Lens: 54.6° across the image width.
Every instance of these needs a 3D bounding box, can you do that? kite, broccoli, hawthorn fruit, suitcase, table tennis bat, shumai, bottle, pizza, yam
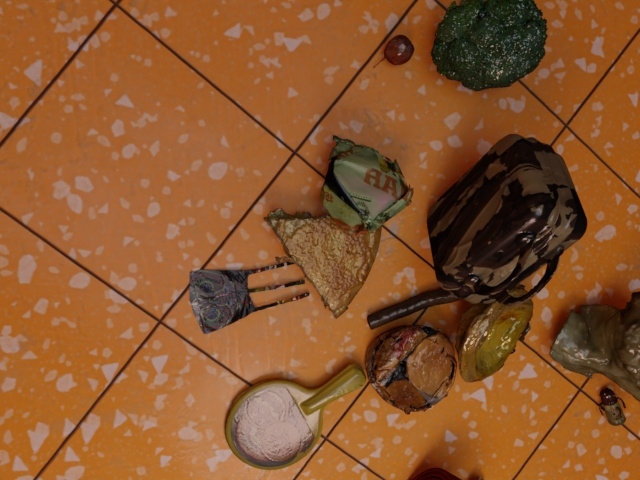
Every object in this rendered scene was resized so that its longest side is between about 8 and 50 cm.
[{"bbox_3d":[-0.162,0.117,1.454,0.286,0.015,0.152,-14,99,-10],"label":"kite"},{"bbox_3d":[0.384,-0.478,1.415,0.270,0.270,0.269,2,66,-12],"label":"broccoli"},{"bbox_3d":[0.168,-0.438,1.453,0.103,0.067,0.066,-21,101,17],"label":"hawthorn fruit"},{"bbox_3d":[0.403,-0.014,1.358,0.194,0.339,0.351,20,134,-23],"label":"suitcase"},{"bbox_3d":[-0.052,0.411,1.490,0.369,0.054,0.224,-29,102,-4],"label":"table tennis bat"},{"bbox_3d":[0.760,0.304,1.562,0.289,0.292,0.329,-31,102,23],"label":"shumai"},{"bbox_3d":[0.784,0.447,1.674,0.063,0.047,0.101,-26,99,-18],"label":"bottle"},{"bbox_3d":[0.000,0.000,1.450,0.288,0.075,0.279,32,84,-14],"label":"pizza"},{"bbox_3d":[0.270,0.150,1.537,0.327,0.045,0.045,-19,131,-8],"label":"yam"}]

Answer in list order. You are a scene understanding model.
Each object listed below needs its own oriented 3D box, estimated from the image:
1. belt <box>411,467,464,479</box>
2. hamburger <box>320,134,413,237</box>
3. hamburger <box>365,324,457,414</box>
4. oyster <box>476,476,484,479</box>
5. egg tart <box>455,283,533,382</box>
[{"bbox_3d":[0.256,0.703,1.499,0.115,0.227,0.323,33,107,-13],"label":"belt"},{"bbox_3d":[0.089,-0.134,1.411,0.235,0.125,0.214,43,49,8],"label":"hamburger"},{"bbox_3d":[0.225,0.306,1.513,0.231,0.107,0.230,-1,95,-16],"label":"hamburger"},{"bbox_3d":[0.409,0.759,1.616,0.166,0.094,0.294,7,84,-31],"label":"oyster"},{"bbox_3d":[0.417,0.221,1.517,0.279,0.095,0.278,-26,134,-30],"label":"egg tart"}]
